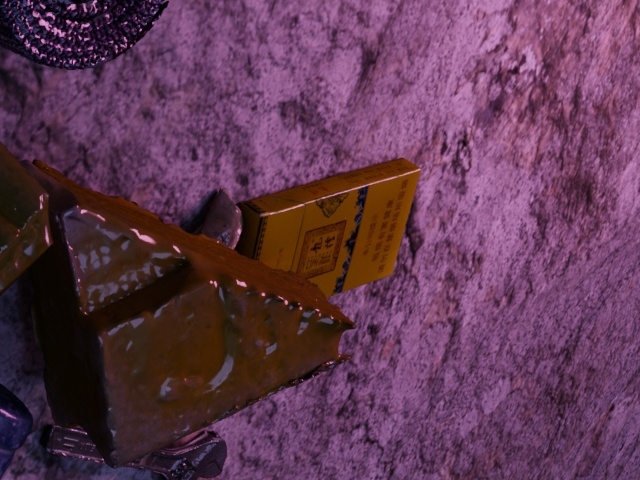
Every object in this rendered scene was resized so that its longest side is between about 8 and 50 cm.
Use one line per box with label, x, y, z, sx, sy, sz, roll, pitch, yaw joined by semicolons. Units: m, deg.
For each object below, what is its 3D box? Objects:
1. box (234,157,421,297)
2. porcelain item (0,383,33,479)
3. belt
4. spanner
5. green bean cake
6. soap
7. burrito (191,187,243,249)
box;0.001;0.000;2.162;0.279;0.041;0.153;-18;132;-45
porcelain item;-0.352;0.171;1.744;0.114;0.147;0.147;-58;147;-2
belt;-0.205;-0.305;1.569;0.260;0.122;0.325;-18;129;-51
spanner;-0.206;0.242;2.105;0.325;0.026;0.093;23;97;-56
green bean cake;-0.347;0.035;1.555;0.233;0.124;0.236;-45;-175;-30
soap;-0.122;0.020;1.855;0.339;0.169;0.304;-24;126;-30
burrito;-0.154;0.047;1.989;0.058;0.063;0.229;40;73;-17
